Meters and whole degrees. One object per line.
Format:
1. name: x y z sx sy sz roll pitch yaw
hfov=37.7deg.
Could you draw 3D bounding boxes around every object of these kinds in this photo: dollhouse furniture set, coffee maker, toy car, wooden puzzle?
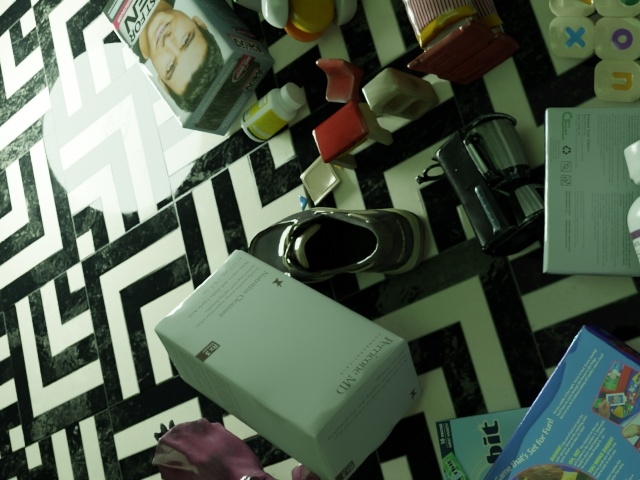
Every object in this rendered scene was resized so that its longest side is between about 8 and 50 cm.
1. dollhouse furniture set: 0.101 -0.295 1.465 0.374 0.152 0.201 -33 66 34
2. coffee maker: 0.248 -0.068 1.363 0.171 0.120 0.178 -55 51 53
3. toy car: -0.029 -0.431 1.614 0.136 0.159 0.182 140 125 -73
4. wooden puzzle: 0.002 -0.107 1.630 0.116 0.014 0.079 -36 60 33

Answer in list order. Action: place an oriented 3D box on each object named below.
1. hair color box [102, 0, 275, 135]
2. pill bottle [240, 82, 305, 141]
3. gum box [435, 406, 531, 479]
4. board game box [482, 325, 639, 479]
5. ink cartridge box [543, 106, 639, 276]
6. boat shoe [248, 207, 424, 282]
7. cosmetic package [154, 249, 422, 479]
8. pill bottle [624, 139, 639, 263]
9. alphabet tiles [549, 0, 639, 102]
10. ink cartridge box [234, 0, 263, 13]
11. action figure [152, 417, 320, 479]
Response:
1. hair color box: -0.264 -0.396 1.814 0.185 0.113 0.374 -52 57 25
2. pill bottle: -0.083 -0.231 1.677 0.116 0.065 0.065 -33 66 35
3. gum box: 0.263 0.326 1.351 0.184 0.041 0.157 -18 76 39
4. board game box: 0.354 0.317 1.210 0.233 0.078 0.347 37 104 29
5. ink cartridge box: 0.406 -0.064 1.228 0.223 0.045 0.224 1 86 10
6. boat shoe: 0.000 0.000 1.544 0.355 0.130 0.133 -9 80 40
7. cosmetic package: -0.055 0.193 1.495 0.385 0.156 0.217 23 58 38
8. pill bottle: 0.464 0.016 1.102 0.169 0.169 0.302 -21 80 38
9. alphabet tiles: 0.424 -0.320 1.218 0.278 0.021 0.284 12 114 42
10. ink cartridge box: -0.154 -0.550 1.744 0.219 0.092 0.160 44 114 33
11. action figure: -0.119 0.436 1.542 0.370 0.248 0.276 24 115 33
